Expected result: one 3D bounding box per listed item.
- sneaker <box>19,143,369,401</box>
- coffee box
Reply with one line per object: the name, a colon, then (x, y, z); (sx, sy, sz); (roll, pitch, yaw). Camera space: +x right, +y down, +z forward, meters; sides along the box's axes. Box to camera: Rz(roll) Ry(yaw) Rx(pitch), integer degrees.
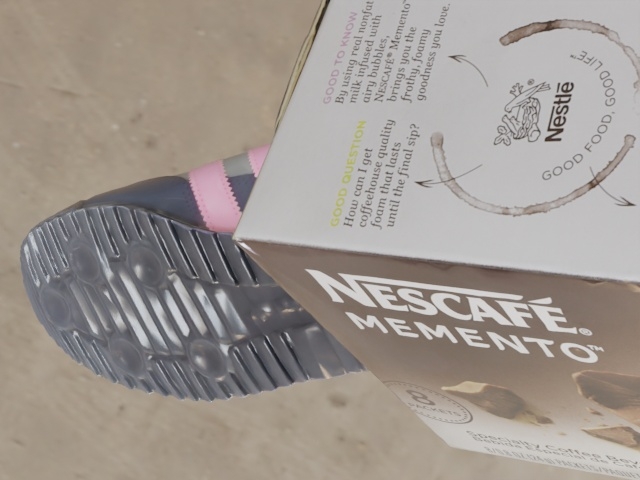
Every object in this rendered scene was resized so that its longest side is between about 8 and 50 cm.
sneaker: (0.000, 0.000, 0.805); (0.131, 0.319, 0.112); (-40, 117, -48)
coffee box: (0.148, 0.001, 0.501); (0.168, 0.297, 0.118); (46, 58, -49)
